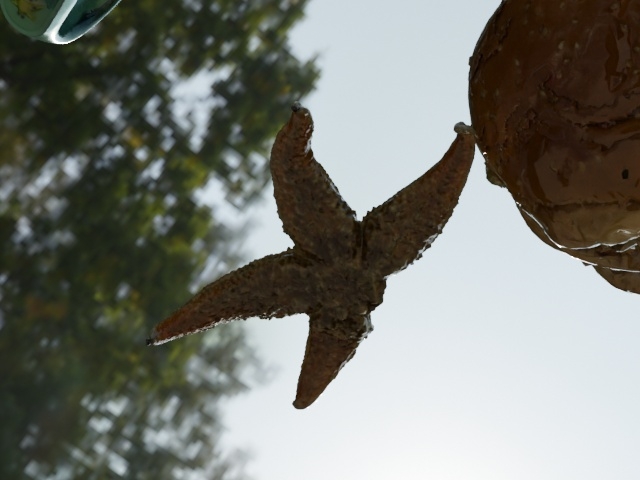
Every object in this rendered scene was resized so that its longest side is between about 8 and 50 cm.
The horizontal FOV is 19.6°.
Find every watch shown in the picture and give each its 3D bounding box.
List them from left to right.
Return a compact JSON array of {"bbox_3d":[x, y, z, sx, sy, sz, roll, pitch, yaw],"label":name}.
[{"bbox_3d":[-0.188,-0.267,1.626,0.068,0.195,0.237,41,-47,5],"label":"watch"}]

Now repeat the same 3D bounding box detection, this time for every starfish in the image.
[{"bbox_3d":[-0.001,-0.002,1.264,0.138,0.050,0.247,28,-72,-12],"label":"starfish"}]

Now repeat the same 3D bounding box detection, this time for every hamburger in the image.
[{"bbox_3d":[0.224,-0.100,1.297,0.245,0.260,0.211,7,-10,37],"label":"hamburger"}]
